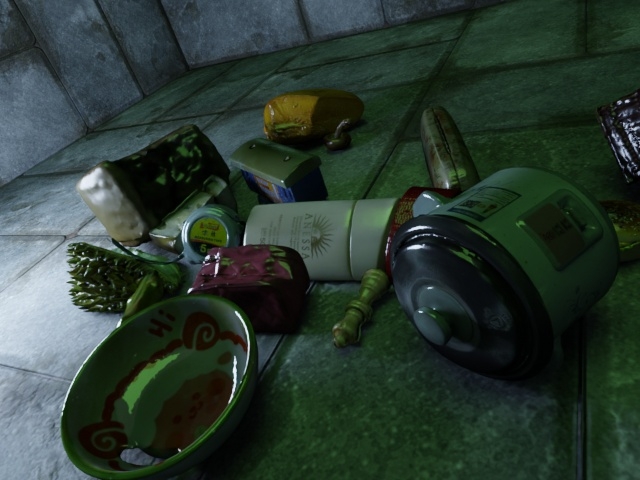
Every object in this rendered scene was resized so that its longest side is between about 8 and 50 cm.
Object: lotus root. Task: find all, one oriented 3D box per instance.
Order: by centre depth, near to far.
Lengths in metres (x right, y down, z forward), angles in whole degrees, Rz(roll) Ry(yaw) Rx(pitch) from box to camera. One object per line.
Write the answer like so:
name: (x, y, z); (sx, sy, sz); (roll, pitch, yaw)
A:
lotus root: (-0.310, -0.051, 1.250); (0.119, 0.138, 0.235); (27, 73, 42)

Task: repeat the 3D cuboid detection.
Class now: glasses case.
glasses case: (0.294, -0.177, 1.109); (0.098, 0.156, 0.425); (-13, 33, 12)

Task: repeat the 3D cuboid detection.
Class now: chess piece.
chess piece: (0.071, 0.126, 0.873); (0.060, 0.060, 0.172); (5, 42, 33)

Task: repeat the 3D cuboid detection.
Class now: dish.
dish: (-0.237, 0.249, 0.794); (0.324, 0.124, 0.324); (-13, 40, 11)

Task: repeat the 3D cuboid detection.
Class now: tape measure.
tape measure: (-0.325, -0.015, 1.137); (0.330, 0.164, 0.084); (9, 0, 10)

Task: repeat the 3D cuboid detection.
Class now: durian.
durian: (-0.502, 0.094, 1.216); (0.394, 0.163, 0.198); (7, 2, 29)

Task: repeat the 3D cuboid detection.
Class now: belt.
belt: (0.206, -0.001, 0.887); (0.124, 0.128, 0.201); (9, 75, 37)

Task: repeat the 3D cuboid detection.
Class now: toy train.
toy train: (-0.088, -0.138, 1.212); (0.131, 0.202, 0.299); (-37, 38, -22)

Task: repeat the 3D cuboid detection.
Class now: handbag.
handbag: (-0.135, 0.093, 0.948); (0.225, 0.146, 0.135); (-4, 41, 22)

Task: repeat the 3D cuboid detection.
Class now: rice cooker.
rice cooker: (0.251, 0.045, 0.701); (0.316, 0.317, 0.264); (-37, -6, -26)

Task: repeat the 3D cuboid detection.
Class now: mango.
mango: (-0.021, -0.431, 1.638); (0.350, 0.201, 0.199); (-16, 61, -10)

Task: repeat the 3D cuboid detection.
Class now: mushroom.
mushroom: (0.065, -0.327, 1.527); (0.129, 0.073, 0.088); (-37, -2, 44)

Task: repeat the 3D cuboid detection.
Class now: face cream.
face cream: (0.000, 0.000, 1.028); (0.348, 0.081, 0.173); (0, 77, 26)

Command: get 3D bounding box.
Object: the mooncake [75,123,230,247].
mooncake: (-0.459, -0.164, 1.393); (0.394, 0.246, 0.393); (-31, 19, -10)

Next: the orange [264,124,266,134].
orange: (-0.170, -0.415, 1.794); (0.083, 0.070, 0.083); (-10, 31, 6)

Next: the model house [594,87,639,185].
model house: (0.694, -0.172, 0.886); (0.282, 0.297, 0.317); (-21, 69, 15)

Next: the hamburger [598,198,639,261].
hamburger: (0.503, -0.022, 0.835); (0.141, 0.081, 0.126); (-19, 32, -1)

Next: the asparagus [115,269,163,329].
asparagus: (-0.385, 0.191, 0.988); (0.082, 0.085, 0.343); (-3, 35, 1)
